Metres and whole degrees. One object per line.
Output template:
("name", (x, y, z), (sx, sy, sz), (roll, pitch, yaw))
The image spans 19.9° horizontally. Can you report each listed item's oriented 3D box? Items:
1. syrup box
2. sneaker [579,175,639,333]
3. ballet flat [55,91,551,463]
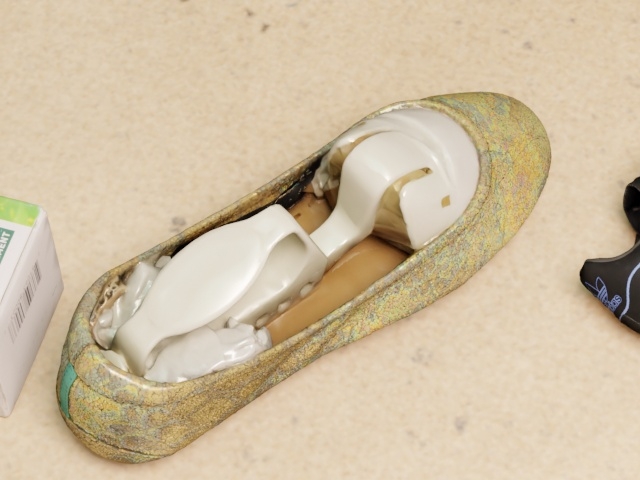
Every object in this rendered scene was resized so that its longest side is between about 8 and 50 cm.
("syrup box", (-0.277, 0.014, 1.046), (0.237, 0.096, 0.093), (14, 60, 9))
("sneaker", (0.240, -0.041, 1.076), (0.090, 0.081, 0.232), (31, 65, 10))
("ballet flat", (0.000, 0.000, 1.038), (0.348, 0.123, 0.123), (-33, 64, -18))
